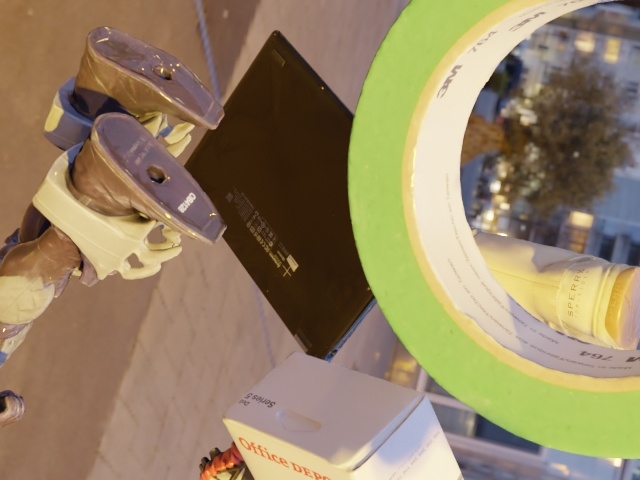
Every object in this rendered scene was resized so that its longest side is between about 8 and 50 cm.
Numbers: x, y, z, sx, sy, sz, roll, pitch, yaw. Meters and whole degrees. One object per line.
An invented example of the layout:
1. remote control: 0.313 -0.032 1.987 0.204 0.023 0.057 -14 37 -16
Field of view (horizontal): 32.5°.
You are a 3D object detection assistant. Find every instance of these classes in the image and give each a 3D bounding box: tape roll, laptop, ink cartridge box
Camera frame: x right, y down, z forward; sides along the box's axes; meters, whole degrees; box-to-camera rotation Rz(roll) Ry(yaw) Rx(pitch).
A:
1. tape roll: 0.172 -0.033 0.661 0.077 0.321 0.321 -15 120 -58
2. laptop: 0.000 0.000 1.525 0.236 0.382 0.408 6 128 -49
3. ink cartridge box: 0.047 0.261 1.084 0.115 0.198 0.272 -40 122 -29

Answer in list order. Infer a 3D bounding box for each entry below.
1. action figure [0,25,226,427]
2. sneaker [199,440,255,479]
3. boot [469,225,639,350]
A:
1. action figure: -0.161 0.022 0.602 0.285 0.099 0.185 -41 -157 37
2. sneaker: -0.081 0.317 1.458 0.098 0.135 0.276 -24 167 -32
3. boot: 0.205 0.053 1.049 0.262 0.203 0.095 26 79 -68
